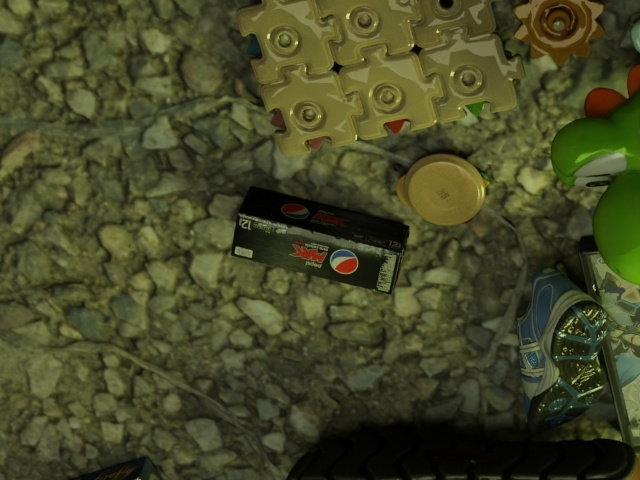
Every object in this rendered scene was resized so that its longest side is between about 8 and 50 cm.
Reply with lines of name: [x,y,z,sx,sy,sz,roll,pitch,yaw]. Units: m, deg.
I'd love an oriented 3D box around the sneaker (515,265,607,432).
sneaker: [0.238,0.111,1.979,0.080,0.081,0.211,-16,140,-21]

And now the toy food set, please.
toy food set: [0.122,-0.049,1.932,0.082,0.020,0.083,35,121,-10]

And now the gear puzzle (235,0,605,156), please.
gear puzzle: [0.098,-0.191,1.845,0.338,0.044,0.175,-11,116,16]

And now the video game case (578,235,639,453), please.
video game case: [0.413,0.091,1.943,0.274,0.035,0.248,-8,119,17]

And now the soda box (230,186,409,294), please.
soda box: [0.000,0.000,1.966,0.168,0.060,0.053,14,121,5]

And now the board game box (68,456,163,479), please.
board game box: [-0.212,0.370,2.247,0.165,0.042,0.243,-18,115,22]

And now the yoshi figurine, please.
yoshi figurine: [0.389,-0.048,1.751,0.362,0.203,0.204,-6,132,9]

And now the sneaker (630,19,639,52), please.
sneaker: [0.331,-0.165,1.805,0.069,0.038,0.098,-18,115,23]

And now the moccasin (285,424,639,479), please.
moccasin: [0.148,0.276,2.058,0.380,0.139,0.147,-1,116,11]
